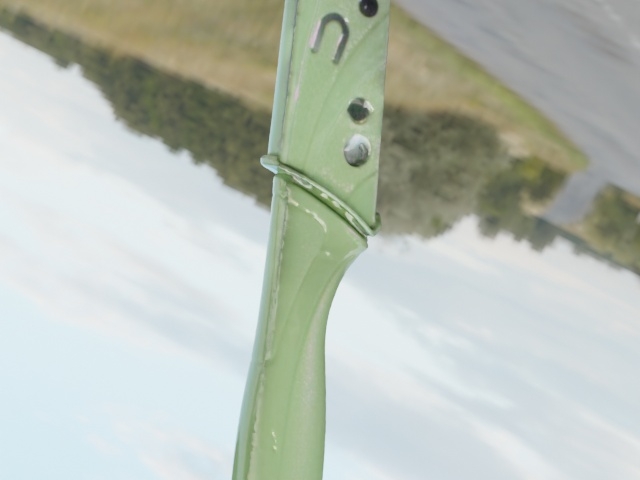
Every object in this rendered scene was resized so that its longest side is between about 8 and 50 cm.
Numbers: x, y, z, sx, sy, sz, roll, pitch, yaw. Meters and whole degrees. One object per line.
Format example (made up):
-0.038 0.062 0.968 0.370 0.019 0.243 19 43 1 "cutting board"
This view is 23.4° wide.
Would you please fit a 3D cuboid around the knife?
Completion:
-0.001 0.000 0.472 0.043 0.293 0.020 5 -179 -33 "knife"
